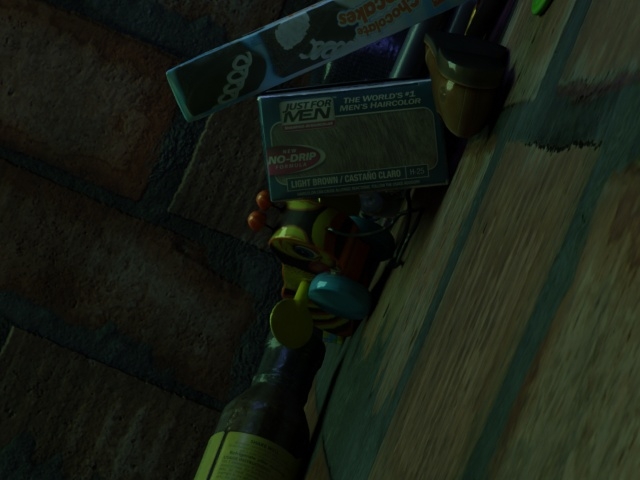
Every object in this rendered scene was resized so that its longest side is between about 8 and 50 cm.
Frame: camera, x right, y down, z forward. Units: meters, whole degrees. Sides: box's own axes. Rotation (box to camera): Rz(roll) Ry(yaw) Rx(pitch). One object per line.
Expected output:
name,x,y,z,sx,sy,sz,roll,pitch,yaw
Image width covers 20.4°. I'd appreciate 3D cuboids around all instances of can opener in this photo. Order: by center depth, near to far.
can opener,0.101,-0.157,2.072,0.095,0.076,0.283,147,147,-84

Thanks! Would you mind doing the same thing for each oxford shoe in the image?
oxford shoe,0.124,-0.142,1.594,0.212,0.076,0.076,-72,-8,-71

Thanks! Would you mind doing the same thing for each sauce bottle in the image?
sauce bottle,-0.075,0.249,1.949,0.111,0.111,0.344,117,176,-58

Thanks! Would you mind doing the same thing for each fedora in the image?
fedora,0.077,-0.255,2.483,0.334,0.152,0.334,-158,90,-87

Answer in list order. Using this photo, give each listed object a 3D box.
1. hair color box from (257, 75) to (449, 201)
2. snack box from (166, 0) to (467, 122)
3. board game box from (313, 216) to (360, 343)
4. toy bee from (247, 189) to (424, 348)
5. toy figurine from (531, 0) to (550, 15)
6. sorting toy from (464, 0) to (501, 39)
hair color box,0.028,-0.108,1.821,0.347,0.174,0.105,-93,-3,-85
snack box,0.000,-0.210,1.810,0.322,0.060,0.187,-24,7,-2
board game box,0.021,0.021,2.143,0.170,0.048,0.141,-72,-10,-62
toy bee,0.000,0.000,1.920,0.195,0.162,0.298,-68,2,-45
toy figurine,0.136,-0.283,1.500,0.173,0.159,0.130,-74,7,-72
sorting toy,0.195,-0.328,1.877,0.348,0.047,0.196,115,176,-47
